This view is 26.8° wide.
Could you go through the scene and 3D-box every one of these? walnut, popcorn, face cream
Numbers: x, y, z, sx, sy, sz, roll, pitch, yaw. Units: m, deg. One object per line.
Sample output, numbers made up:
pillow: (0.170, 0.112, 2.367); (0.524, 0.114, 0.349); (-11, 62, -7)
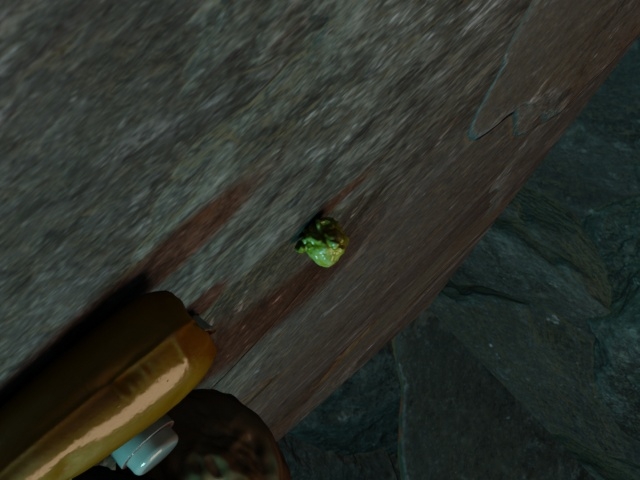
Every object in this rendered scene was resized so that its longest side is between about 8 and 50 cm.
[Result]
walnut: (-0.166, 0.350, 1.979); (0.227, 0.273, 0.273); (-37, 169, -9)
popcorn: (-0.001, 0.002, 1.815); (0.083, 0.068, 0.059); (-4, 173, 42)
face cream: (-0.241, 0.251, 1.756); (0.091, 0.095, 0.091); (-43, 171, -9)

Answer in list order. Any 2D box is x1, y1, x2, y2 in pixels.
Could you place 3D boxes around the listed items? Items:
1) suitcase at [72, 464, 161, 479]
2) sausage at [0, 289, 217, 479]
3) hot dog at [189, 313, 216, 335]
suitcase: (-0.320, 0.403, 1.828); (0.285, 0.206, 0.066); (-52, -150, 40)
sausage: (-0.266, 0.191, 1.357); (0.354, 0.116, 0.134); (-39, -176, -14)
hot dog: (-0.206, 0.166, 1.667); (0.191, 0.059, 0.108); (-43, 175, -17)
